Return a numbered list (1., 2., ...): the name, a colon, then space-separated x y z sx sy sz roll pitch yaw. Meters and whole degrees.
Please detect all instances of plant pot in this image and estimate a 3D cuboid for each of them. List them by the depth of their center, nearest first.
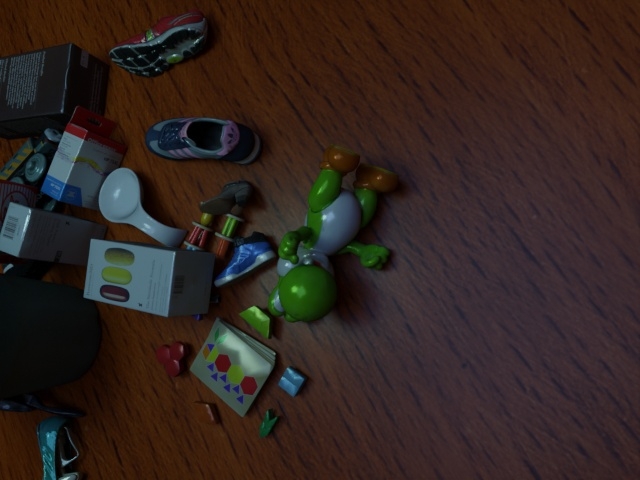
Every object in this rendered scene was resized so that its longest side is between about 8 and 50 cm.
1. plant pot: -0.724 0.220 1.244 0.341 0.334 0.341 -4 81 24

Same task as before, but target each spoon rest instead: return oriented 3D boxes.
1. spoon rest: -0.446 -0.078 1.306 0.276 0.084 0.137 34 96 23

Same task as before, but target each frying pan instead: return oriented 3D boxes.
1. frying pan: -0.763 0.388 1.321 0.326 0.197 0.053 -8 59 22

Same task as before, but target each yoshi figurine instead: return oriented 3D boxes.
1. yoshi figurine: 0.017 0.011 1.035 0.204 0.203 0.362 28 97 18

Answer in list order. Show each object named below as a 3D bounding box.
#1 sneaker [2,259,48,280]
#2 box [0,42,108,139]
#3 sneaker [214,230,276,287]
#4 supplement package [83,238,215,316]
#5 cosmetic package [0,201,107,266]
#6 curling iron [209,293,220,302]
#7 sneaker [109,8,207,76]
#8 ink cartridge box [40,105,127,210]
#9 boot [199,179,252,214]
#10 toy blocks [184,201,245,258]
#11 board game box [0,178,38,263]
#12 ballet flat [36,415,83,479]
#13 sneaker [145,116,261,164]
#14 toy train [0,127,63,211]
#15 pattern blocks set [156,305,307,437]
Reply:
1. sneaker: -0.759 0.078 1.428 0.217 0.079 0.121 -13 80 30
2. box: -0.776 -0.398 1.471 0.382 0.143 0.191 0 82 25
3. sneaker: -0.178 0.037 1.183 0.152 0.058 0.084 -31 77 12
4. supplement package: -0.374 0.078 1.177 0.244 0.134 0.139 6 90 26
5. cosmetic package: -0.638 -0.009 1.297 0.086 0.231 0.117 16 89 25
6. curling iron: -0.355 0.117 1.262 0.274 0.035 0.068 8 85 25
7. sneaker: -0.402 -0.502 1.359 0.279 0.107 0.118 -10 60 19
8. ink cartridge box: -0.585 -0.203 1.357 0.078 0.134 0.231 24 93 26
9. boot: -0.209 -0.100 1.202 0.119 0.042 0.087 -8 37 -5
10. toy blocks: -0.249 0.000 1.224 0.123 0.054 0.148 24 92 25
11. board game box: -0.740 -0.043 1.265 0.045 0.147 0.193 6 89 6
12. ballet flat: -0.619 0.545 1.291 0.087 0.083 0.247 -15 78 6
13. sneaker: -0.300 -0.245 1.241 0.319 0.131 0.112 5 85 24
14. toy train: -0.787 -0.152 1.443 0.334 0.142 0.190 -43 59 12
15. pattern blocks set: -0.193 0.269 1.169 0.325 0.026 0.285 43 102 20
